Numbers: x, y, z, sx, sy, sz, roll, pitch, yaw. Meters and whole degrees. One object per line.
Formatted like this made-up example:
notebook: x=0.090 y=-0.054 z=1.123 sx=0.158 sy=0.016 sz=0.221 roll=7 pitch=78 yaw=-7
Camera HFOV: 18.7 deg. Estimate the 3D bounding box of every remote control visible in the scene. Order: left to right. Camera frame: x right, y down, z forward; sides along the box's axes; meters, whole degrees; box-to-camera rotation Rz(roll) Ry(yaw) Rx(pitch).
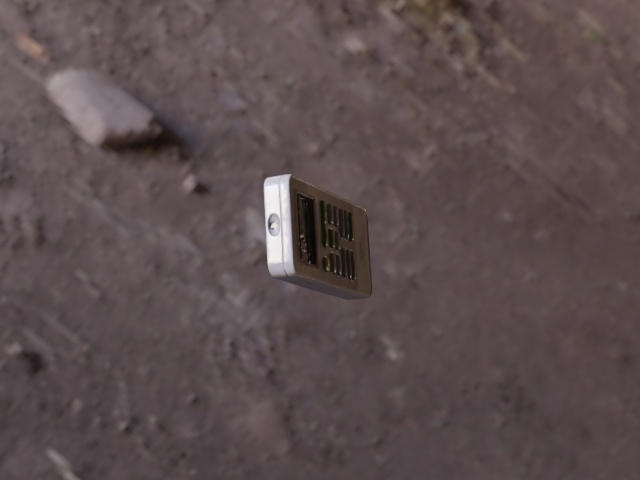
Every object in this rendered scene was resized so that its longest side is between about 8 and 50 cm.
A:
remote control: x=0.000 y=0.000 z=1.964 sx=0.250 sy=0.034 sz=0.103 roll=22 pitch=63 yaw=-69
